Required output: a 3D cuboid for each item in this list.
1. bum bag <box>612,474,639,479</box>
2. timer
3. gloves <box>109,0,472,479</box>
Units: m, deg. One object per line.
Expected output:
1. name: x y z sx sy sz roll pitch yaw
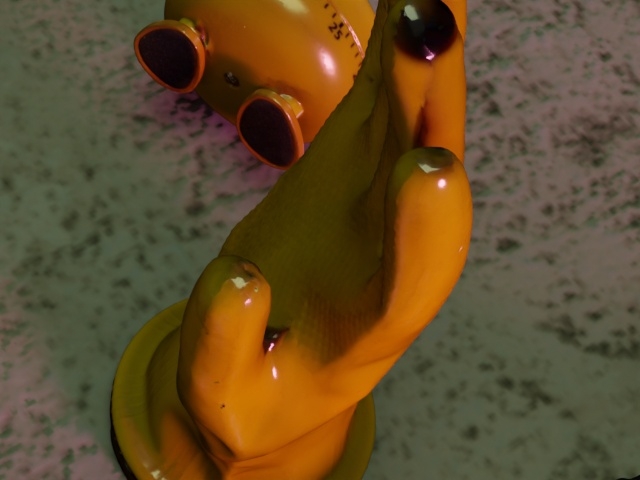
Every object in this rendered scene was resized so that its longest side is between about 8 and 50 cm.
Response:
1. bum bag: 0.157 0.148 0.713 0.310 0.074 0.137 -11 51 -22
2. timer: -0.017 -0.100 0.808 0.107 0.107 0.109 35 60 9
3. gloves: 0.000 -0.001 0.632 0.116 0.294 0.133 2 58 -15
